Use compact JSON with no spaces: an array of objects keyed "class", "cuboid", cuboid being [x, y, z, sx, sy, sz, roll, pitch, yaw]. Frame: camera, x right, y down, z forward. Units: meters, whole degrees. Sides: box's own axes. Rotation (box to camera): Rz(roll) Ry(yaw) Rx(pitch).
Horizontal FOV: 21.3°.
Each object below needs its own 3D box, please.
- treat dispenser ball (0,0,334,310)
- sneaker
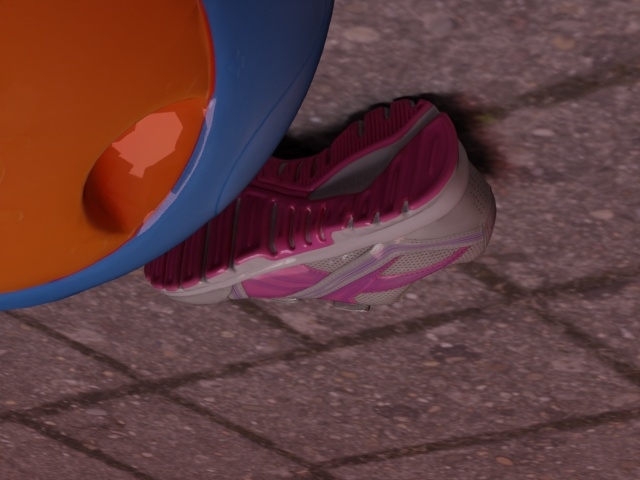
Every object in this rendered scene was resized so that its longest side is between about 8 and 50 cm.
[{"class":"treat dispenser ball","cuboid":[-0.137,-0.116,0.658,0.288,0.288,0.288,8,154,4]},{"class":"sneaker","cuboid":[0.000,0.000,1.043,0.252,0.103,0.111,-10,145,37]}]
